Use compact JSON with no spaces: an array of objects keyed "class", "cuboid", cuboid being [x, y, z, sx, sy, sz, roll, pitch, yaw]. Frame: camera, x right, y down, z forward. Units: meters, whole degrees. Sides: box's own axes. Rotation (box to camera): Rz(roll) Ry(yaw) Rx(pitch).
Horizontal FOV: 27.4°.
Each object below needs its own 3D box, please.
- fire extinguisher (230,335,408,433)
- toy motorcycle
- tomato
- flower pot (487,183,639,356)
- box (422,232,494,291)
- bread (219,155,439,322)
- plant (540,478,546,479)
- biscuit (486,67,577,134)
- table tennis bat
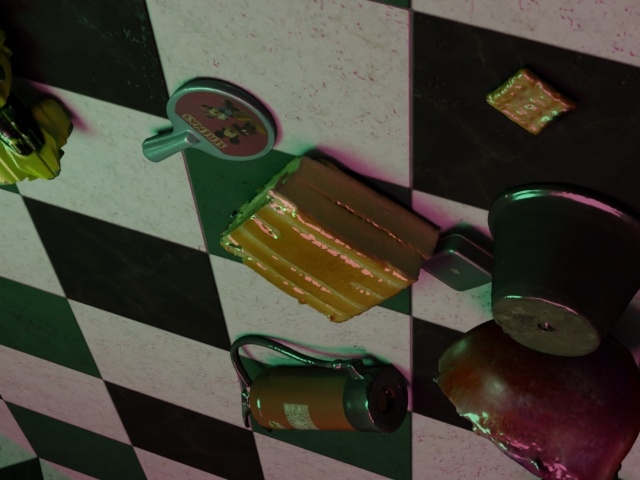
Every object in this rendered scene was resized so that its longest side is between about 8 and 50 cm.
[{"class":"fire extinguisher","cuboid":[-0.027,0.253,2.347,0.376,0.113,0.200,-7,96,42]},{"class":"toy motorcycle","cuboid":[-0.473,-0.214,1.851,0.206,0.142,0.342,51,174,43]},{"class":"tomato","cuboid":[0.317,0.192,1.803,0.289,0.335,0.176,30,108,3]},{"class":"flower pot","cuboid":[0.309,0.055,1.690,0.235,0.148,0.235,18,152,10]},{"class":"box","cuboid":[0.194,0.033,1.839,0.091,0.031,0.126,33,160,-14]},{"class":"bread","cuboid":[0.000,0.000,1.870,0.246,0.111,0.239,33,149,-14]},{"class":"plant","cuboid":[0.437,0.572,2.282,0.215,0.312,0.213,28,155,-13]},{"class":"biscuit","cuboid":[0.243,-0.160,1.516,0.081,0.018,0.083,32,150,-12]},{"class":"table tennis bat","cuboid":[-0.164,-0.154,1.823,0.244,0.040,0.153,-16,133,44]}]
